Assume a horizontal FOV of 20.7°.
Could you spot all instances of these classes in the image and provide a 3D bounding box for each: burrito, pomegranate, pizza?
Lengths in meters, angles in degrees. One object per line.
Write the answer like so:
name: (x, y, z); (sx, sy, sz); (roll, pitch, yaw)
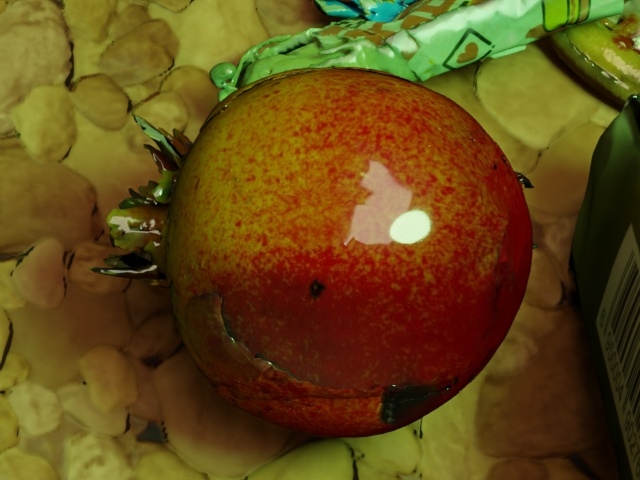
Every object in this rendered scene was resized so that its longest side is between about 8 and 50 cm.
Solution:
burrito: (0.062, -0.141, 1.121); (0.288, 0.054, 0.104); (-21, 38, -10)
pomegranate: (0.000, 0.000, 0.962); (0.235, 0.210, 0.210); (13, 62, 4)
pizza: (0.261, -0.141, 1.175); (0.185, 0.036, 0.176); (33, 63, 7)

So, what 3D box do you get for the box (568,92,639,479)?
box: (0.364, 0.092, 0.938); (0.420, 0.138, 0.373); (7, 35, -5)
